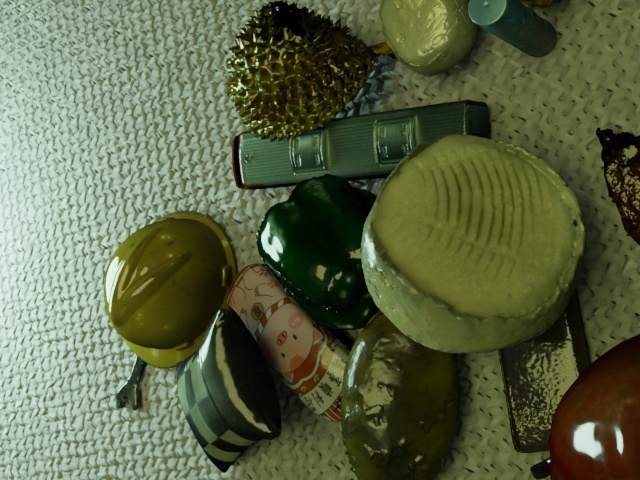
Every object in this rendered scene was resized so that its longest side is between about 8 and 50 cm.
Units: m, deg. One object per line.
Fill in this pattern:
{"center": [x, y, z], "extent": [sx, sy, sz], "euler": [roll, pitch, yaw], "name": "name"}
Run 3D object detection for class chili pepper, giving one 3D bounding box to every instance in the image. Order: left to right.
{"center": [0.000, 0.000, 1.217], "extent": [0.174, 0.165, 0.261], "euler": [-57, 45, 11], "name": "chili pepper"}

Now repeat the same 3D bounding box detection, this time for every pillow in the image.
{"center": [-0.133, 0.216, 1.304], "extent": [0.186, 0.106, 0.250], "euler": [67, 150, 14], "name": "pillow"}

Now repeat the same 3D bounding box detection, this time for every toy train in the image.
{"center": [0.028, -0.123, 1.256], "extent": [0.409, 0.089, 0.086], "euler": [-3, 90, 33], "name": "toy train"}

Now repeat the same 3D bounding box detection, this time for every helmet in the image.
{"center": [-0.252, 0.073, 1.389], "extent": [0.205, 0.140, 0.257], "euler": [38, 103, 22], "name": "helmet"}

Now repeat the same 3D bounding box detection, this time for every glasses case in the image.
{"center": [-0.033, 0.137, 1.288], "extent": [0.267, 0.067, 0.103], "euler": [43, 117, 29], "name": "glasses case"}

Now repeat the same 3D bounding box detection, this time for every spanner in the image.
{"center": [-0.276, 0.157, 1.484], "extent": [0.054, 0.015, 0.254], "euler": [24, 100, 31], "name": "spanner"}

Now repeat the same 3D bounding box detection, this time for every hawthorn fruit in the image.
{"center": [0.372, 0.225, 0.893], "extent": [0.308, 0.325, 0.308], "euler": [-1, 101, -4], "name": "hawthorn fruit"}

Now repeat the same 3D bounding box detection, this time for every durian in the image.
{"center": [-0.026, -0.245, 1.240], "extent": [0.237, 0.138, 0.193], "euler": [-20, 37, 15], "name": "durian"}

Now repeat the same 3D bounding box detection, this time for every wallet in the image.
{"center": [0.267, 0.149, 1.106], "extent": [0.110, 0.031, 0.198], "euler": [-14, 78, 33], "name": "wallet"}

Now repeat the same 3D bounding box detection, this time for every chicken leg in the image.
{"center": [0.382, -0.039, 1.024], "extent": [0.105, 0.063, 0.234], "euler": [-36, 70, 32], "name": "chicken leg"}

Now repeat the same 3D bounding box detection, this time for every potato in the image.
{"center": [0.099, 0.199, 1.159], "extent": [0.149, 0.113, 0.251], "euler": [9, 97, 7], "name": "potato"}

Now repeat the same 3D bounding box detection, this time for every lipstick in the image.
{"center": [0.227, -0.253, 1.085], "extent": [0.048, 0.158, 0.048], "euler": [-3, 85, 34], "name": "lipstick"}

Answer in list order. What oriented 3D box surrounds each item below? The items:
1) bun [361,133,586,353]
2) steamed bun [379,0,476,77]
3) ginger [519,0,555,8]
{"center": [0.169, 0.016, 1.058], "extent": [0.259, 0.259, 0.152], "euler": [59, 161, 22], "name": "bun"}
{"center": [0.144, -0.275, 1.183], "extent": [0.112, 0.091, 0.130], "euler": [-42, 68, 28], "name": "steamed bun"}
{"center": [0.237, -0.357, 1.117], "extent": [0.216, 0.102, 0.157], "euler": [10, 86, 28], "name": "ginger"}
